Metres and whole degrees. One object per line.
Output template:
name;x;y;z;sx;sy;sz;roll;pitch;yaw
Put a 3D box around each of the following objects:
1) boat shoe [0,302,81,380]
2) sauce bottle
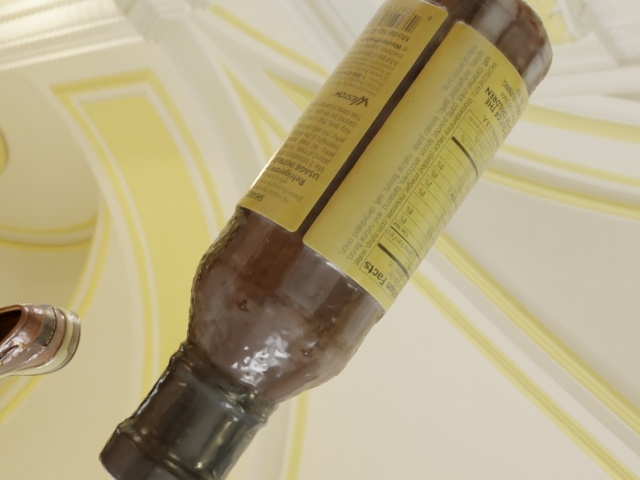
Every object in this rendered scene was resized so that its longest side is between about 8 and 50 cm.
boat shoe;-0.273;0.084;0.701;0.178;0.060;0.064;-19;-122;21
sauce bottle;0.000;0.000;0.522;0.111;0.111;0.344;29;-101;47
